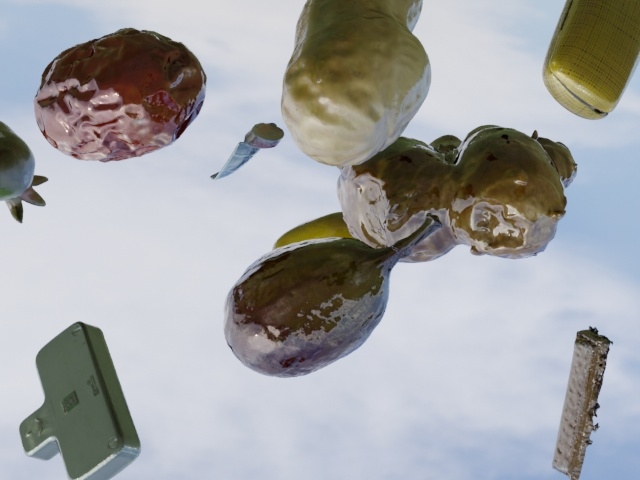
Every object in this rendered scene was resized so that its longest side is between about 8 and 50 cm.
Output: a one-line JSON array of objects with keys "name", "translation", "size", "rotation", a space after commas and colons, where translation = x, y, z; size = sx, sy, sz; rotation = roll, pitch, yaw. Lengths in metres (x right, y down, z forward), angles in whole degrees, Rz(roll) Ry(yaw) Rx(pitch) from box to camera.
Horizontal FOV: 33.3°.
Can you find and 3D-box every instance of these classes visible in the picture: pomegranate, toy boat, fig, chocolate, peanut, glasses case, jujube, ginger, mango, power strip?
[{"name": "pomegranate", "translation": [-0.507, -0.109, 1.658], "size": [0.152, 0.131, 0.191], "rotation": [37, 170, 25]}, {"name": "toy boat", "translation": [-0.109, -0.106, 1.412], "size": [0.034, 0.122, 0.096], "rotation": [54, -155, 8]}, {"name": "fig", "translation": [0.021, 0.051, 1.197], "size": [0.145, 0.274, 0.170], "rotation": [56, -157, -6]}, {"name": "chocolate", "translation": [0.543, 0.345, 2.247], "size": [0.065, 0.329, 0.102], "rotation": [5, -170, -15]}, {"name": "peanut", "translation": [0.035, -0.157, 0.891], "size": [0.110, 0.120, 0.236], "rotation": [45, -138, -27]}, {"name": "glasses case", "translation": [0.255, -0.193, 0.961], "size": [0.079, 0.064, 0.234], "rotation": [37, -131, -10]}, {"name": "jujube", "translation": [-0.264, -0.188, 1.408], "size": [0.250, 0.174, 0.174], "rotation": [-12, -172, 36]}, {"name": "ginger", "translation": [0.169, -0.078, 1.399], "size": [0.358, 0.152, 0.274], "rotation": [0, -148, 30]}, {"name": "mango", "translation": [0.000, 0.000, 1.678], "size": [0.161, 0.076, 0.103], "rotation": [-15, -173, 5]}, {"name": "power strip", "translation": [-0.405, 0.282, 1.736], "size": [0.059, 0.194, 0.265], "rotation": [33, -155, -53]}]
